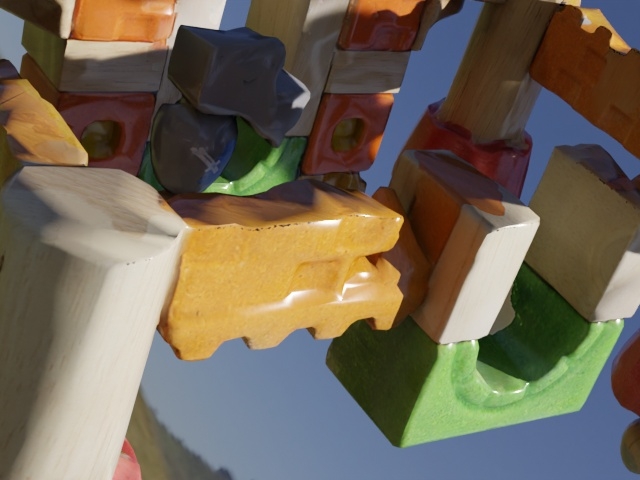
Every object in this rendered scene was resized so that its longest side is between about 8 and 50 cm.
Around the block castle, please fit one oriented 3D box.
[{"bbox_3d":[0.000,0.000,0.552,0.303,0.453,0.212,48,-49,40],"label":"block castle"}]
